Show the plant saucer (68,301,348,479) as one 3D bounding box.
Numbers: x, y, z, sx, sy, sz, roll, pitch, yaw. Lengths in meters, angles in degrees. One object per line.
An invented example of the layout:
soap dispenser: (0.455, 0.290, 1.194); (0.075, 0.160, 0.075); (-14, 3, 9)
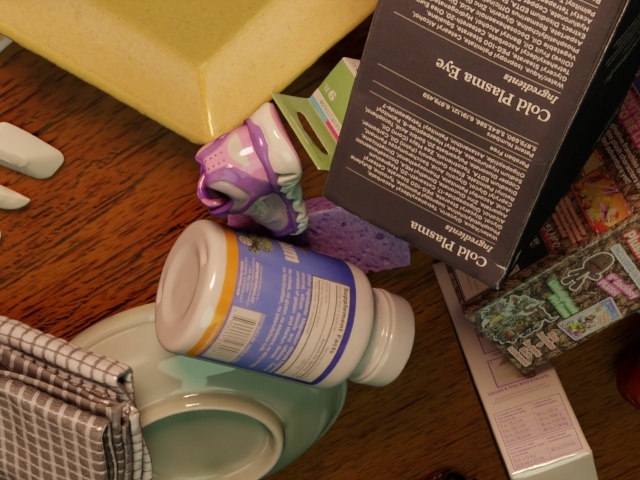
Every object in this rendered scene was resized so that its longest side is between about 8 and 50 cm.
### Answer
plant saucer: (-0.157, 0.234, 1.484); (0.401, 0.100, 0.400); (-5, 138, -5)

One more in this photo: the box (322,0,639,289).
box: (0.183, -0.192, 0.987); (0.179, 0.343, 0.312); (28, 131, 14)

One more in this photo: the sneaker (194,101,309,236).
sneaker: (-0.075, -0.058, 1.198); (0.105, 0.095, 0.236); (-26, 162, -5)

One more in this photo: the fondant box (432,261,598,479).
fondant box: (0.244, 0.200, 1.408); (0.096, 0.330, 0.238); (-20, 135, 3)

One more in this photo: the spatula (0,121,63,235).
spatula: (-0.407, -0.083, 1.192); (0.242, 0.019, 0.168); (26, 128, -32)

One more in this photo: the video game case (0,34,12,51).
video game case: (-0.289, -0.274, 1.029); (0.190, 0.022, 0.173); (-35, 132, 19)

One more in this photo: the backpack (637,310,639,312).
backpack: (0.401, 0.003, 1.393); (0.188, 0.144, 0.166); (17, 121, -32)

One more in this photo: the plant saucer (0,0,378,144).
plant saucer: (-0.103, -0.267, 1.020); (0.333, 0.081, 0.333); (-37, 140, 22)

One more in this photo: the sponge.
sponge: (0.000, 0.000, 1.363); (0.210, 0.031, 0.117); (-11, 134, -2)

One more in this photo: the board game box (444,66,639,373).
board game box: (0.277, -0.040, 1.254); (0.291, 0.232, 0.141); (-32, 133, 17)

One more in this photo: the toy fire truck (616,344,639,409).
toy fire truck: (0.569, 0.157, 1.593); (0.302, 0.169, 0.254); (14, 104, -26)

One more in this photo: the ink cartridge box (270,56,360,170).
ink cartridge box: (0.062, -0.120, 1.160); (0.209, 0.109, 0.062); (3, 138, -47)

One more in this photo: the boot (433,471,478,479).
boot: (0.137, 0.394, 1.761); (0.198, 0.077, 0.137); (14, 125, -43)

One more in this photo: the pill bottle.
pill bottle: (-0.035, 0.082, 1.305); (0.272, 0.152, 0.152); (17, 127, -28)

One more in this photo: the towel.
towel: (-0.322, 0.240, 1.363); (0.235, 0.121, 0.283); (19, 134, 18)
